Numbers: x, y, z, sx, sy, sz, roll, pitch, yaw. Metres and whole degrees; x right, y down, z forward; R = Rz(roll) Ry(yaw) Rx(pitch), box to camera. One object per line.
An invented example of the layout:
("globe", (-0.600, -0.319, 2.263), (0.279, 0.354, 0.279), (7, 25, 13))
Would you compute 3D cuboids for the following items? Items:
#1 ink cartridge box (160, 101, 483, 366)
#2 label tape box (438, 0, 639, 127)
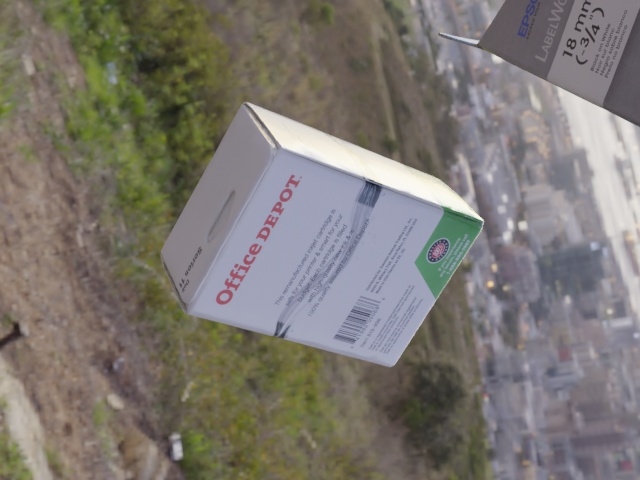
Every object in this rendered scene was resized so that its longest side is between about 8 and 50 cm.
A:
("ink cartridge box", (0.000, 0.000, 0.867), (0.208, 0.153, 0.087), (19, 22, -35))
("label tape box", (0.285, -0.158, 0.880), (0.334, 0.241, 0.106), (44, -56, 56))
